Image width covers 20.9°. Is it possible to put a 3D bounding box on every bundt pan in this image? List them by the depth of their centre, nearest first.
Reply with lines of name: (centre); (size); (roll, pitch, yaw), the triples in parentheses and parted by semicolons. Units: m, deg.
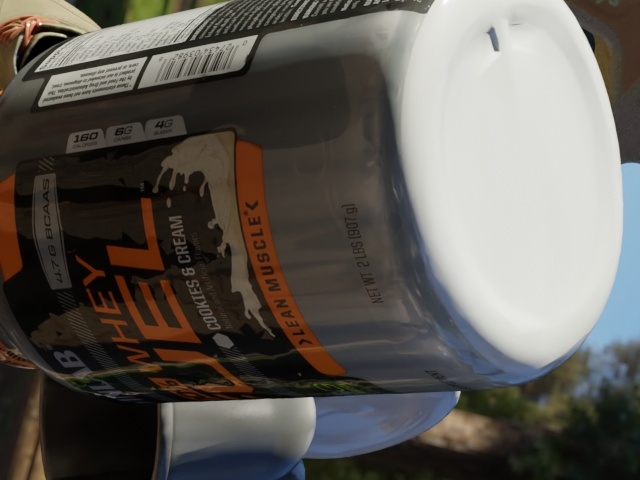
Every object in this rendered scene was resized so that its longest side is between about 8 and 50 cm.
bundt pan: (-0.092, 0.075, 1.144); (0.331, 0.124, 0.331); (-178, -90, -68)

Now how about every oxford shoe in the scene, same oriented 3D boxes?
oxford shoe: (-0.222, -0.154, 1.442); (0.123, 0.348, 0.130); (-37, 144, -15)

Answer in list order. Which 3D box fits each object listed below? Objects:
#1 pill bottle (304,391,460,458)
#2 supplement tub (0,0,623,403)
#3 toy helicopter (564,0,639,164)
pill bottle: (0.000, 0.000, 1.473); (0.188, 0.188, 0.334); (105, -21, -58)
supplement tub: (-0.033, -0.019, 0.835); (0.193, 0.316, 0.194); (10, 77, -51)
toy helicopter: (0.217, -0.158, 1.094); (0.235, 0.355, 0.140); (-57, -151, 18)
